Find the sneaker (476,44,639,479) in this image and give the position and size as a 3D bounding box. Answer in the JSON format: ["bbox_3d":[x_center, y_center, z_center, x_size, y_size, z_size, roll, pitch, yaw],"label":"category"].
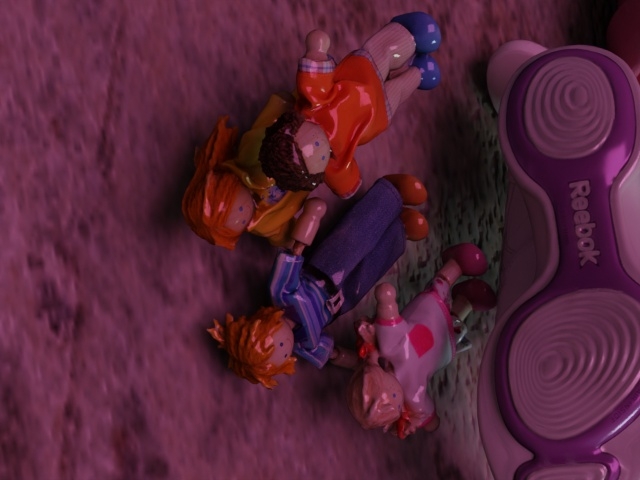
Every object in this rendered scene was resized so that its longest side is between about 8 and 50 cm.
[{"bbox_3d":[0.168,0.037,0.683,0.152,0.114,0.305,53,42,-61],"label":"sneaker"}]

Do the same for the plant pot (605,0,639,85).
[{"bbox_3d":[0.305,-0.210,0.821,0.201,0.201,0.180,6,67,-35],"label":"plant pot"}]

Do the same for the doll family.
[{"bbox_3d":[0.000,0.000,0.642,0.163,0.118,0.263,-44,128,-36],"label":"doll family"}]

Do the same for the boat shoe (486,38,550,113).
[{"bbox_3d":[0.192,-0.094,0.802,0.184,0.066,0.063,32,47,-22],"label":"boat shoe"}]
